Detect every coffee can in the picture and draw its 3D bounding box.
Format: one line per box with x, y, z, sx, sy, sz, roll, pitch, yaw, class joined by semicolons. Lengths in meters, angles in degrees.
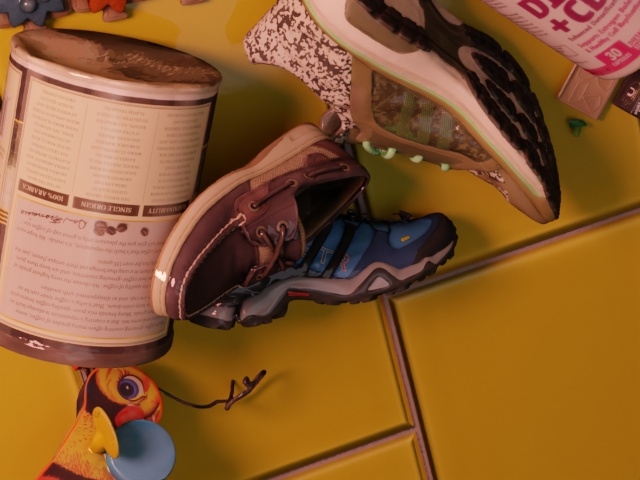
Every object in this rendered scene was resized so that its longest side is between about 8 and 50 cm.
-0.216;-0.043;1.659;0.201;0.201;0.275;7;108;-18;coffee can

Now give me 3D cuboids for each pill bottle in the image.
0.220;-0.293;1.725;0.283;0.160;0.160;30;98;-22;pill bottle

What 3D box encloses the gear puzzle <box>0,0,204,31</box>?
-0.164;-0.302;1.674;0.339;0.044;0.175;-13;111;-11;gear puzzle

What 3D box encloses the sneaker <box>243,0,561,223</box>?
0.086;-0.141;1.780;0.182;0.158;0.410;-33;120;31;sneaker

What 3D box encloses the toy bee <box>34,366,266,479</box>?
-0.220;0.196;1.788;0.162;0.298;0.195;43;131;3;toy bee

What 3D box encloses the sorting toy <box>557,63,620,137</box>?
0.281;-0.154;1.871;0.062;0.012;0.083;25;97;-27;sorting toy

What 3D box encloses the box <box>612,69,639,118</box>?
0.369;-0.152;1.875;0.083;0.052;0.062;24;99;-21;box

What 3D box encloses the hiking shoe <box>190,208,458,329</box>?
0.000;0.000;1.791;0.304;0.113;0.132;-14;100;-19;hiking shoe

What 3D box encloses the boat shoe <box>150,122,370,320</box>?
-0.053;-0.014;1.663;0.285;0.092;0.103;-43;149;-43;boat shoe
